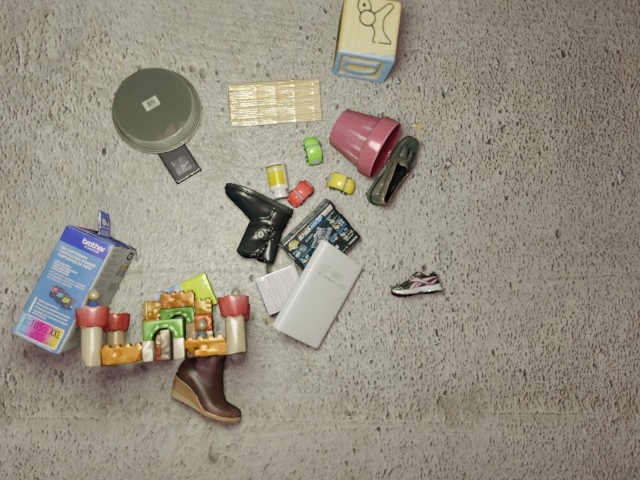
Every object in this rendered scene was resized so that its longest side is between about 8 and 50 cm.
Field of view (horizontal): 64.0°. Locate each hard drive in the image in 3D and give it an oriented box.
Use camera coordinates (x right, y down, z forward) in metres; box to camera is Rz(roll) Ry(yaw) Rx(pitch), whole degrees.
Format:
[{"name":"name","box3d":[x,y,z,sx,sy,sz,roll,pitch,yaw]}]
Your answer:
[{"name":"hard drive","box3d":[-0.003,0.176,1.638,0.203,0.040,0.308,35,82,-41]},{"name":"hard drive","box3d":[-0.469,-0.266,1.690,0.094,0.022,0.135,-32,90,-6]}]

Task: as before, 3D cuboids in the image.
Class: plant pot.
[{"name":"plant pot","box3d":[0.137,-0.331,1.677,0.180,0.201,0.201,30,84,13]}]

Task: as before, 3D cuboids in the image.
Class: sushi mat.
[{"name":"sushi mat","box3d":[-0.155,-0.469,1.736,0.316,0.019,0.152,-6,87,-6]}]

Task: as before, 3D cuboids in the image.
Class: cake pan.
[{"name":"cake pan","box3d":[-0.539,-0.432,1.668,0.293,0.054,0.293,0,81,-2]}]

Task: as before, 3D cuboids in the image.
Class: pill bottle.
[{"name":"pill bottle","box3d":[-0.141,-0.197,1.694,0.065,0.065,0.117,-10,86,-6]}]

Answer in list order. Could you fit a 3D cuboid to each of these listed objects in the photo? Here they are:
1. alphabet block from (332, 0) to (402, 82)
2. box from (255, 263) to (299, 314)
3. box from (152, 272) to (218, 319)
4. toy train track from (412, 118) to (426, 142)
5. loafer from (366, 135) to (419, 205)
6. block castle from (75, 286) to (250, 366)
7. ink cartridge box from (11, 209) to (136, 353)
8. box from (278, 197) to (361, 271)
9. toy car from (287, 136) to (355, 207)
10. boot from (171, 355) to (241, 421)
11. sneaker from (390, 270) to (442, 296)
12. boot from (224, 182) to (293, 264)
[{"name":"alphabet block","box3d":[0.149,-0.661,1.690,0.192,0.193,0.197,9,85,-6]},{"name":"box","box3d":[-0.128,0.159,1.667,0.137,0.072,0.126,-21,89,-7]},{"name":"box","box3d":[-0.434,0.187,1.651,0.178,0.042,0.109,-23,88,-6]},{"name":"toy train track","box3d":[0.343,-0.381,1.777,0.048,0.014,0.083,5,86,-5]},{"name":"loafer","box3d":[0.261,-0.227,1.712,0.096,0.084,0.268,35,87,-34]},{"name":"block castle","box3d":[-0.426,0.236,1.473,0.452,0.303,0.213,-4,78,-7]},{"name":"ink cartridge box","box3d":[-0.698,0.110,1.519,0.151,0.270,0.396,27,84,-4]},{"name":"box","box3d":[0.000,0.000,1.671,0.220,0.051,0.175,-45,113,-6]},{"name":"toy car","box3d":[-0.013,-0.241,1.715,0.238,0.053,0.225,-13,87,-6]},{"name":"boot","box3d":[-0.332,0.439,1.619,0.248,0.090,0.207,24,86,0]},{"name":"sneaker","box3d":[0.315,0.144,1.720,0.178,0.072,0.077,-5,74,-13]},{"name":"boot","box3d":[-0.229,-0.052,1.660,0.246,0.094,0.207,24,80,-9]}]
